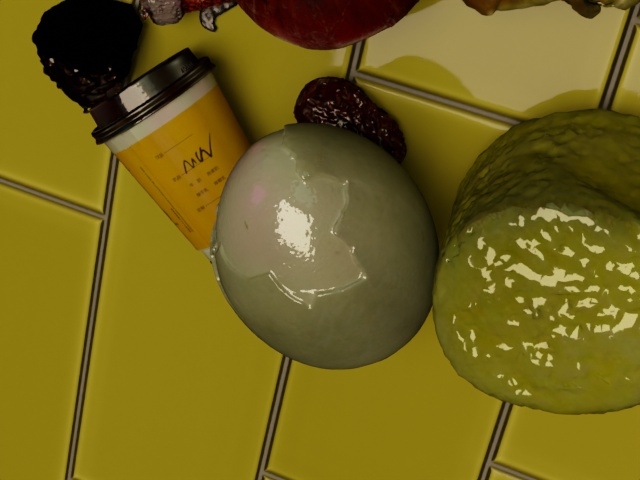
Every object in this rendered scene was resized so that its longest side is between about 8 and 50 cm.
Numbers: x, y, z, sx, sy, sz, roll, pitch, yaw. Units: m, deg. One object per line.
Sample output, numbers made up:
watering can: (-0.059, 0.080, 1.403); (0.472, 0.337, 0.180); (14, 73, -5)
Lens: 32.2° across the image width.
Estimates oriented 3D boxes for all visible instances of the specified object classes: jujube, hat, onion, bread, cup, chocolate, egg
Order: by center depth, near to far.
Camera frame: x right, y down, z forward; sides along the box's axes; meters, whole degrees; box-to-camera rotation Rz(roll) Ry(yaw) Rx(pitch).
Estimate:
bread: (0.307, 0.032, 1.324); (0.348, 0.308, 0.348); (6, 111, 15)
onion: (0.012, -0.368, 1.339); (0.276, 0.276, 0.276); (7, 111, 19)
egg: (0.000, 0.000, 1.382); (0.278, 0.278, 0.336); (-9, 134, 23)
jujube: (0.044, -0.155, 1.483); (0.166, 0.104, 0.104); (30, 117, -6)
hat: (-0.137, -0.354, 1.484); (0.227, 0.129, 0.140); (4, 94, 1)
cup: (-0.176, -0.116, 1.533); (0.196, 0.196, 0.280); (-28, 106, 27)
chocolate: (-0.331, -0.252, 1.585); (0.156, 0.156, 0.133); (25, 147, 11)

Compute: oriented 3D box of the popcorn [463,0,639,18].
popcorn: (0.271, -0.418, 1.217); (0.290, 0.326, 0.321); (-15, 131, 1)
